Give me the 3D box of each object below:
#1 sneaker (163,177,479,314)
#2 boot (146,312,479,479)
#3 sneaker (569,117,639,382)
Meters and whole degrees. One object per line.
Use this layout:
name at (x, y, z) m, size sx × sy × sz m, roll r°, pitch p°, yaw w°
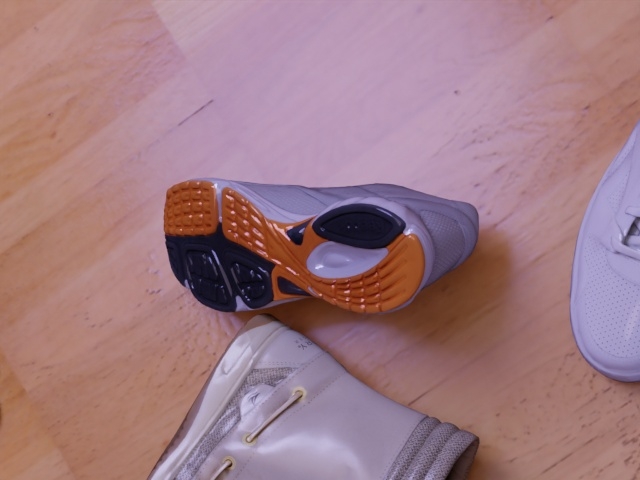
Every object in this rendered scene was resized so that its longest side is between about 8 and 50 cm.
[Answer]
sneaker at (0.000, 0.000, 1.356) m, size 0.262 × 0.121 × 0.099 m, roll 9°, pitch 106°, yaw 39°
boot at (-0.023, 0.210, 1.327) m, size 0.203 × 0.095 × 0.262 m, roll 28°, pitch 86°, yaw 17°
sneaker at (0.236, -0.049, 1.249) m, size 0.108 × 0.169 × 0.293 m, roll 20°, pitch 88°, yaw 16°
